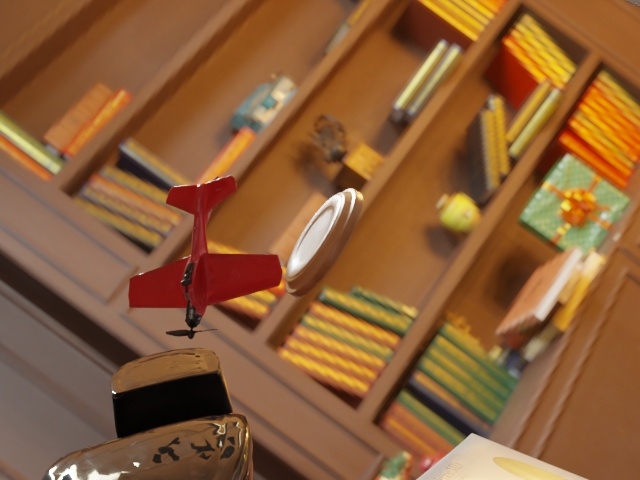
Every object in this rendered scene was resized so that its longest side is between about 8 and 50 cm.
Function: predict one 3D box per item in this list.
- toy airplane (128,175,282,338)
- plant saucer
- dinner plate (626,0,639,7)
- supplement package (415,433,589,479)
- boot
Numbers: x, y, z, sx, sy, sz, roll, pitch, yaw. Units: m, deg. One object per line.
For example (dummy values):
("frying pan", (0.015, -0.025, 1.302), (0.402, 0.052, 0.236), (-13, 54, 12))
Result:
("toy airplane", (-0.096, 0.008, 0.964), (0.151, 0.151, 0.028), (-54, -38, -4))
("plant saucer", (0.000, 0.000, 0.805), (0.083, 0.013, 0.083), (-53, 14, 20))
("dinner plate", (0.151, -0.128, 0.514), (0.141, 0.141, 0.017), (-53, -14, -52))
("supplement package", (0.189, 0.309, 0.952), (0.199, 0.262, 0.198), (-10, -63, -68))
("boot", (-0.061, 0.220, 0.596), (0.096, 0.281, 0.264), (-12, 10, -8))
